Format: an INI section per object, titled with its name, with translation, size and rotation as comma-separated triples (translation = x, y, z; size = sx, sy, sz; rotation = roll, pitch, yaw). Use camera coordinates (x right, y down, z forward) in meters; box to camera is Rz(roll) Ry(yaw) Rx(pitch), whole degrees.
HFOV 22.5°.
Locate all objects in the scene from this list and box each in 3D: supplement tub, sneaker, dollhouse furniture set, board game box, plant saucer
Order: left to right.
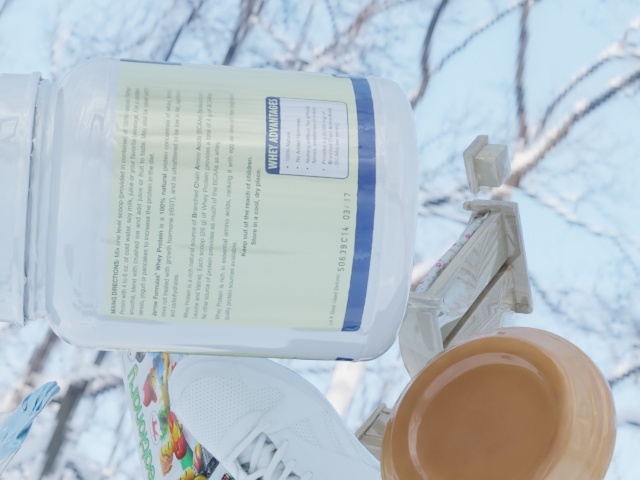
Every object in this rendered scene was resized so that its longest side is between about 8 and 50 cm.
[board game box]
translation = -0.159, 0.195, 1.910
size = 0.053, 0.305, 0.193
rotation = 11, -50, -28
[supplement tub]
translation = -0.098, -0.025, 1.294
size = 0.325, 0.235, 0.235
rotation = 4, -30, -7
[sneaker]
translation = -0.016, 0.216, 1.399
size = 0.292, 0.169, 0.108
rotation = 38, -74, -7
[dollhouse furniture set]
translation = 0.079, 0.112, 1.654
size = 0.174, 0.303, 0.355
rotation = 6, -57, 30
[plant saucer]
translation = 0.133, 0.152, 1.264
size = 0.200, 0.200, 0.037
rotation = -2, -32, 32

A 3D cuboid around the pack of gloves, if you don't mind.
[pack of gloves]
translation = -0.415, 0.254, 1.932
size = 0.046, 0.232, 0.195
rotation = 44, -46, -14
